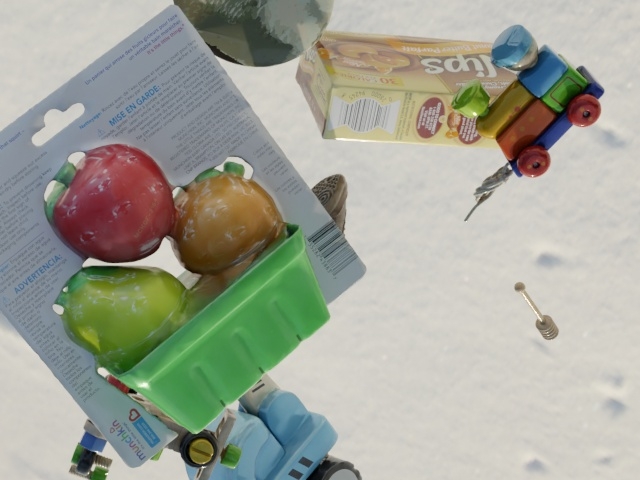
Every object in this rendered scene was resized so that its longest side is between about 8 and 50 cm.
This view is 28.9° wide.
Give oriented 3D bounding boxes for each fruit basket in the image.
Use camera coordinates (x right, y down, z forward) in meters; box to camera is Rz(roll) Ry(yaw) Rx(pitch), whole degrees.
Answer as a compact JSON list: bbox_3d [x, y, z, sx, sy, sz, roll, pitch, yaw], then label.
[{"bbox_3d":[-0.170,-0.001,1.253,0.353,0.327,0.165,52,165,-12],"label":"fruit basket"}]

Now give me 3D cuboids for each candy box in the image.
[{"bbox_3d":[0.141,-0.207,1.699,0.317,0.183,0.087,3,123,-16],"label":"candy box"}]

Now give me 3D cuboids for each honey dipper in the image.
[{"bbox_3d":[0.344,0.111,1.988,0.030,0.030,0.160,10,155,35],"label":"honey dipper"}]

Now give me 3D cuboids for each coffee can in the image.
[{"bbox_3d":[-0.069,-0.373,1.607,0.202,0.275,0.201,3,123,5],"label":"coffee can"}]

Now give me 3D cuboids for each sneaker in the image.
[{"bbox_3d":[0.000,0.000,1.621,0.066,0.188,0.071,-11,134,43],"label":"sneaker"}]

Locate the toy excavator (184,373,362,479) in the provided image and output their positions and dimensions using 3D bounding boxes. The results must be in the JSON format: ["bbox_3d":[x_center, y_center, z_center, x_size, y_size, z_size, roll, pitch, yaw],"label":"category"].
[{"bbox_3d":[-0.113,0.298,2.150,0.222,0.433,0.445,8,140,51],"label":"toy excavator"}]

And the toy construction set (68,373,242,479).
[{"bbox_3d":[-0.222,0.243,1.917,0.237,0.308,0.257,20,159,-5],"label":"toy construction set"}]

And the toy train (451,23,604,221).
[{"bbox_3d":[0.217,-0.142,1.545,0.143,0.105,0.248,34,111,-25],"label":"toy train"}]
